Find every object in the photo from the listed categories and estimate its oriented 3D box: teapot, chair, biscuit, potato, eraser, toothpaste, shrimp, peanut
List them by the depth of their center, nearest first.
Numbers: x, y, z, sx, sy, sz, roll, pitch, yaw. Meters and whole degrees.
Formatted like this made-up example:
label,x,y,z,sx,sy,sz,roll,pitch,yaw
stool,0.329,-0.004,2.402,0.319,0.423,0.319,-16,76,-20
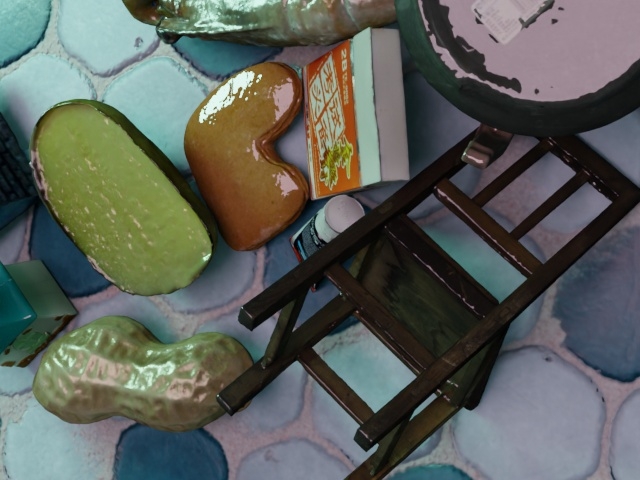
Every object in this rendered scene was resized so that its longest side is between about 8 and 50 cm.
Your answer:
label,x,y,z,sx,sy,sz,roll,pitch,yaw
teapot,0.209,-0.209,1.076,0.253,0.344,0.300,28,106,10
chair,0.114,0.067,1.242,0.203,0.416,0.240,44,151,18
eraser,0.032,-0.130,1.258,0.038,0.230,0.157,-3,88,-19
toothpaste,0.000,0.000,1.300,0.045,0.193,0.071,-21,78,-20
shrimp,-0.042,-0.299,1.314,0.446,0.110,0.221,0,47,30
biscuit,-0.076,-0.101,1.376,0.186,0.036,0.192,-32,78,31
peanut,-0.212,0.161,1.413,0.299,0.120,0.136,2,96,22
potato,-0.229,-0.058,1.421,0.271,0.111,0.160,47,116,2

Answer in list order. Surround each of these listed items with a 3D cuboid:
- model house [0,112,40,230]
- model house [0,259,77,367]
label,x,y,z,sx,sy,sz,roll,pitch,yaw
model house,-0.505,-0.109,1.529,0.241,0.226,0.261,-30,80,-16
model house,-0.412,0.097,1.486,0.127,0.149,0.100,-44,70,20
